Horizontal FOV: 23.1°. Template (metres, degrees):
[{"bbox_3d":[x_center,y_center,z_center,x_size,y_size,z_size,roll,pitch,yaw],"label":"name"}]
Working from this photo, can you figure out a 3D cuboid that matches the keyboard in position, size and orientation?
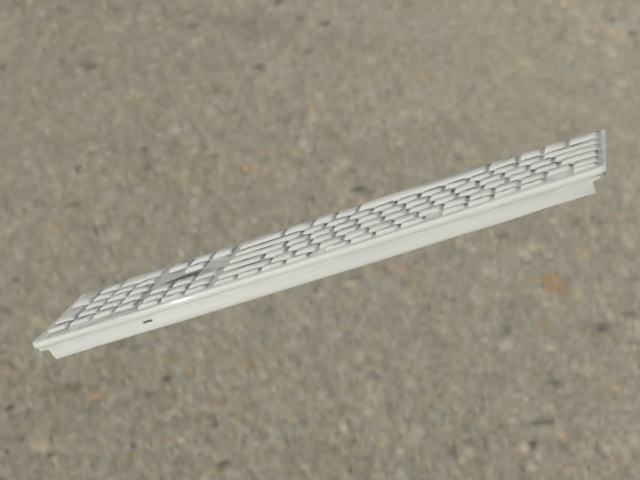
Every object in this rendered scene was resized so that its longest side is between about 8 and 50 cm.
[{"bbox_3d":[0.000,0.000,0.673,0.256,0.014,0.072,-17,18,14],"label":"keyboard"}]
